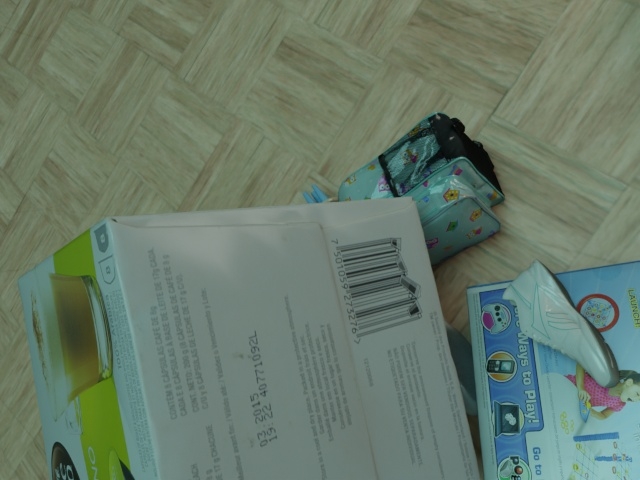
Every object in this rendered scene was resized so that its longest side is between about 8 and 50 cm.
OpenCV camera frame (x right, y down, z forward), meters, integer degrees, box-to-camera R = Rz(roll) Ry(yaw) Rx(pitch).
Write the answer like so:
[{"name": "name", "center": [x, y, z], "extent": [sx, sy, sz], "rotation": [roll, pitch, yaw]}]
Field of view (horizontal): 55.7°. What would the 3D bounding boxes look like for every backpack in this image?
[{"name": "backpack", "center": [0.122, -0.046, 0.768], "extent": [0.189, 0.166, 0.144], "rotation": [-25, 62, 27]}]

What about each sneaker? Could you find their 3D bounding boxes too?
[{"name": "sneaker", "center": [0.132, 0.145, 0.782], "extent": [0.094, 0.080, 0.212], "rotation": [-50, 53, 25]}, {"name": "sneaker", "center": [0.246, 0.092, 0.623], "extent": [0.061, 0.054, 0.152], "rotation": [-41, 46, 17]}]

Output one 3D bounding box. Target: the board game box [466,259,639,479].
[{"name": "board game box", "center": [0.321, 0.179, 0.621], "extent": [0.302, 0.086, 0.307], "rotation": [-12, 63, 27]}]

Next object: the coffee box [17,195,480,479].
[{"name": "coffee box", "center": [-0.091, 0.158, 0.655], "extent": [0.334, 0.338, 0.337], "rotation": [-18, 82, 50]}]

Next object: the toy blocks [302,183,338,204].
[{"name": "toy blocks", "center": [0.000, 0.000, 0.892], "extent": [0.123, 0.054, 0.148], "rotation": [-45, 61, 14]}]
